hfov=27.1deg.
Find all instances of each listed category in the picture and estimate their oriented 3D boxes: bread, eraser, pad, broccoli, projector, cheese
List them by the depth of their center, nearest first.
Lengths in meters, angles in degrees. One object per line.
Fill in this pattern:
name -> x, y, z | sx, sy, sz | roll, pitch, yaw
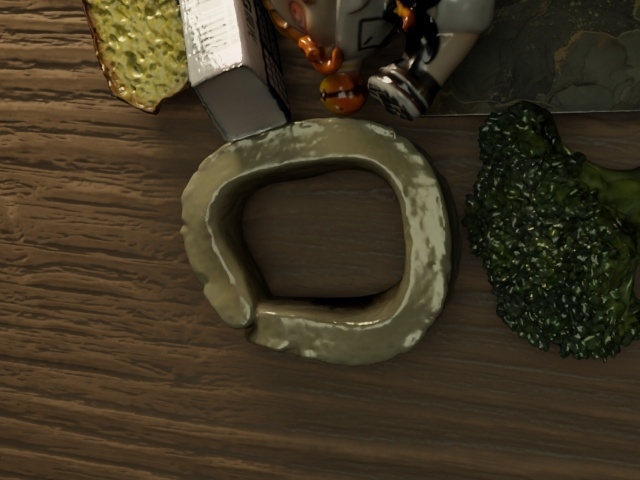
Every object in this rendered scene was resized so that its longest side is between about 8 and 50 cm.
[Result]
broccoli -> 0.297, -0.018, 1.559 | 0.248, 0.245, 0.288 | 28, 122, 42
pad -> 0.286, -0.267, 1.577 | 0.367, 0.007, 0.248 | 0, 78, 10
eraser -> -0.112, -0.268, 1.583 | 0.086, 0.130, 0.287 | -19, 56, 12
projector -> 0.305, -0.223, 1.606 | 0.147, 0.061, 0.115 | 1, 89, 10
cheese -> 0.000, 0.003, 1.616 | 0.332, 0.153, 0.292 | -2, 90, 12
bread -> -0.219, -0.287, 1.665 | 0.129, 0.134, 0.260 | -17, 93, 8

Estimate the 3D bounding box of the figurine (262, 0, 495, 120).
figurine -> 0.047, -0.306, 1.531 | 0.323, 0.196, 0.320 | 36, 131, 41
